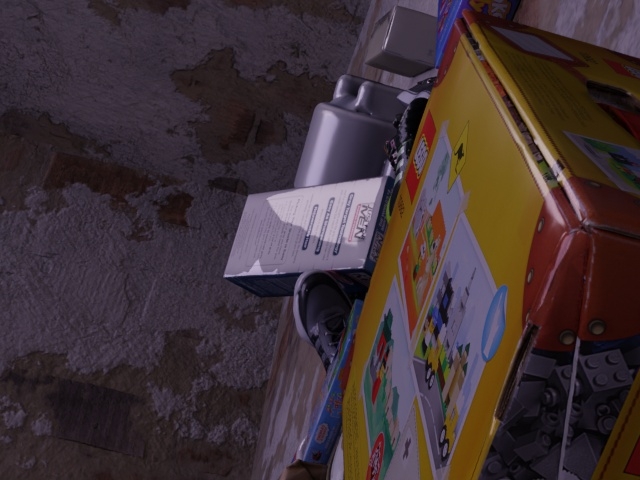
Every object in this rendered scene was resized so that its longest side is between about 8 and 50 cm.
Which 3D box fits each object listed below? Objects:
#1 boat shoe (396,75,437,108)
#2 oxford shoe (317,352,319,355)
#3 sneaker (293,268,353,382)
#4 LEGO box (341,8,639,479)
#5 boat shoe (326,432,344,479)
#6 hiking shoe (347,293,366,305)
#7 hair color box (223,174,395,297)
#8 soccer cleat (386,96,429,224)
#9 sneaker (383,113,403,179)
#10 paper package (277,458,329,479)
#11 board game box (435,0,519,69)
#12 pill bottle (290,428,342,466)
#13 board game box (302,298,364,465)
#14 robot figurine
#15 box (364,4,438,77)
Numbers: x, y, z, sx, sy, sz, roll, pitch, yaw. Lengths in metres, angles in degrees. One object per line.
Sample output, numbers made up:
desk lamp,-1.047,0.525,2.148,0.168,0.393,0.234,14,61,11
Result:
boat shoe,0.186,-0.240,1.921,0.076,0.080,0.228,-46,4,1
oxford shoe,0.041,0.196,2.217,0.212,0.076,0.076,-104,40,-77
sneaker,0.043,0.172,1.833,0.153,0.101,0.268,176,75,-72
LEGO box,0.156,0.083,0.810,0.500,0.193,0.372,-90,15,-68
boat shoe,0.078,0.254,1.518,0.103,0.113,0.302,103,178,-53
hiking shoe,0.070,0.109,2.070,0.114,0.086,0.227,-84,11,-46
hair color box,0.000,0.000,2.006,0.347,0.105,0.174,-5,62,45
soccer cleat,0.125,-0.095,1.493,0.072,0.060,0.179,-142,61,-74
sneaker,0.145,-0.144,2.028,0.072,0.077,0.178,115,168,-63
paper package,-0.029,0.517,1.617,0.325,0.168,0.309,115,168,-56
board game box,0.260,-0.440,1.673,0.233,0.078,0.347,-81,9,-47
pill bottle,-0.003,0.407,1.845,0.124,0.124,0.221,-81,7,-45
board game box,0.028,0.209,1.665,0.160,0.039,0.211,-75,4,-72
robot figurine,0.059,-0.131,2.205,0.300,0.200,0.353,30,106,54
box,0.165,-0.391,2.293,0.275,0.113,0.094,-152,78,-82
